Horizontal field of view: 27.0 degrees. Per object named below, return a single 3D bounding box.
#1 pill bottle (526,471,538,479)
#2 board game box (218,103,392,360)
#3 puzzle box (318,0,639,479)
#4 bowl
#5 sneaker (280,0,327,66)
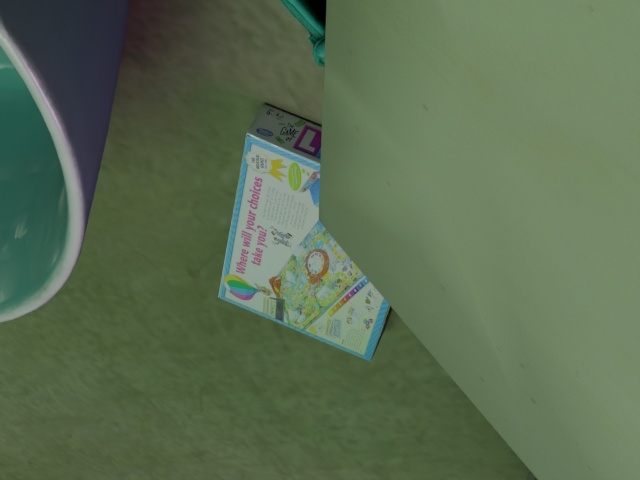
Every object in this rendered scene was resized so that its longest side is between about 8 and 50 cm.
[{"bbox_3d":[0.160,0.276,0.692,0.224,0.392,0.224,16,141,13],"label":"pill bottle"},{"bbox_3d":[0.000,0.000,0.766,0.103,0.026,0.154,23,142,6],"label":"board game box"},{"bbox_3d":[0.141,0.060,0.372,0.409,0.052,0.272,50,161,21],"label":"puzzle box"},{"bbox_3d":[-0.218,-0.120,0.646,0.312,0.163,0.311,17,142,14],"label":"bowl"},{"bbox_3d":[0.041,-0.093,0.568,0.275,0.110,0.107,38,141,-15],"label":"sneaker"}]
